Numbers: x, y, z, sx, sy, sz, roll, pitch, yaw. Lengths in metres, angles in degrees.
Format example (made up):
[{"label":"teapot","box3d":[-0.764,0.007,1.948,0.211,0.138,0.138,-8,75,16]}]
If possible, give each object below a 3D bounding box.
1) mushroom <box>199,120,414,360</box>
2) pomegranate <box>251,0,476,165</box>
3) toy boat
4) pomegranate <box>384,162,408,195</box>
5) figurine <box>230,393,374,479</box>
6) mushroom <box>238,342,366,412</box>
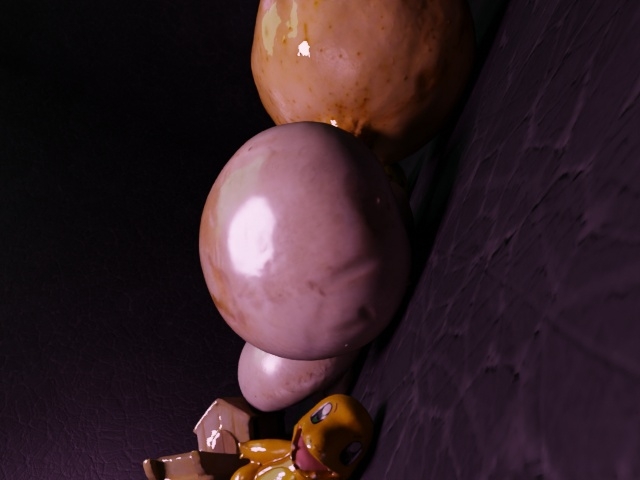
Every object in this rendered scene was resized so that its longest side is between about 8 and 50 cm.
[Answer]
[{"label":"mushroom","box3d":[0.000,0.000,0.665,0.290,0.292,0.293,-9,-55,-57]},{"label":"pomegranate","box3d":[0.063,-0.278,0.819,0.410,0.409,0.411,22,-90,-87]},{"label":"toy boat","box3d":[-0.113,0.320,0.773,0.445,0.135,0.162,46,-147,-71]},{"label":"pomegranate","box3d":[0.085,-0.079,1.113,0.198,0.198,0.246,-61,-12,-67]},{"label":"figurine","box3d":[-0.005,0.212,0.480,0.122,0.121,0.176,-7,-42,-55]},{"label":"mushroom","box3d":[-0.019,0.187,0.799,0.226,0.178,0.226,-36,6,4]}]
